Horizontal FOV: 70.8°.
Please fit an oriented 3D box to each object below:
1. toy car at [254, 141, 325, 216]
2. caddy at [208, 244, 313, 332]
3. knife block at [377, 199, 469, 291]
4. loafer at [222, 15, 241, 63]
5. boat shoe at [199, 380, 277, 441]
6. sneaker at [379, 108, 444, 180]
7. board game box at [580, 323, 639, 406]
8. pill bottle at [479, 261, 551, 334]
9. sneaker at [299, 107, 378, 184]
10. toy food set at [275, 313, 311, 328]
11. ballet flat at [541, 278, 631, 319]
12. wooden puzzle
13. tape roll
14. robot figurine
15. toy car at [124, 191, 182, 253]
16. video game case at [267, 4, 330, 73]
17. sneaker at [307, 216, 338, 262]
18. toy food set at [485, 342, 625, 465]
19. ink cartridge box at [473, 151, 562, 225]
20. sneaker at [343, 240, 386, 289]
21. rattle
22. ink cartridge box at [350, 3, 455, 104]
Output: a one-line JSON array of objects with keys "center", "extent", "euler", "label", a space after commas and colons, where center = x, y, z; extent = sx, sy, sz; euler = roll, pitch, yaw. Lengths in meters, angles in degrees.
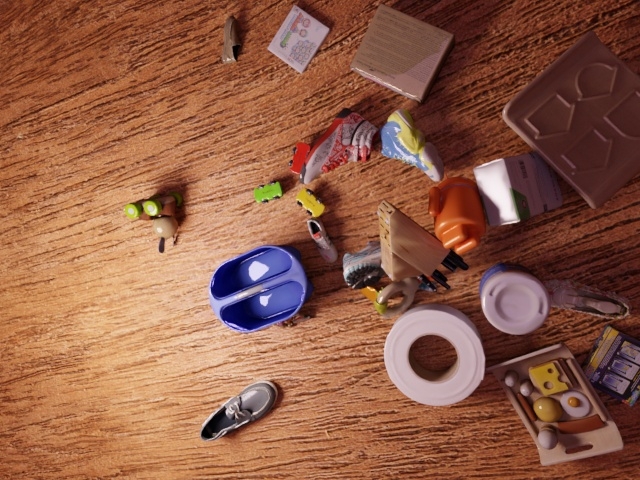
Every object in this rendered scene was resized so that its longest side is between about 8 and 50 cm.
[{"center": [-0.105, -0.173, 1.441], "extent": [0.225, 0.053, 0.238], "euler": [-14, 90, 18], "label": "toy car"}, {"center": [-0.188, 0.149, 1.428], "extent": [0.342, 0.179, 0.241], "euler": [-23, 87, 18], "label": "caddy"}, {"center": [0.288, 0.012, 1.219], "extent": [0.242, 0.088, 0.275], "euler": [-12, 115, -9], "label": "knife block"}, {"center": [-0.281, -0.645, 1.456], "extent": [0.050, 0.056, 0.147], "euler": [14, 109, 15], "label": "loafer"}, {"center": [-0.282, 0.590, 1.535], "extent": [0.320, 0.099, 0.116], "euler": [-35, 84, 17], "label": "boat shoe"}, {"center": [0.259, -0.258, 1.318], "extent": [0.126, 0.091, 0.240], "euler": [-33, 85, 35], "label": "sneaker"}, {"center": [0.802, 0.334, 1.209], "extent": [0.141, 0.048, 0.170], "euler": [27, 102, 15], "label": "board game box"}, {"center": [0.493, 0.136, 1.169], "extent": [0.153, 0.272, 0.152], "euler": [2, 96, 17], "label": "pill bottle"}, {"center": [0.061, -0.254, 1.336], "extent": [0.145, 0.090, 0.270], "euler": [33, 83, 10], "label": "sneaker"}, {"center": [-0.098, 0.265, 1.465], "extent": [0.122, 0.078, 0.019], "euler": [-21, 57, 21], "label": "toy food set"}, {"center": [0.704, 0.157, 1.209], "extent": [0.241, 0.077, 0.091], "euler": [9, 98, 17], "label": "ballet flat"}, {"center": [0.682, -0.301, 1.145], "extent": [0.322, 0.080, 0.347], "euler": [-42, 87, -2], "label": "wooden puzzle"}, {"center": [0.335, 0.332, 1.325], "extent": [0.287, 0.100, 0.285], "euler": [1, 94, 17], "label": "tape roll"}, {"center": [0.358, -0.076, 1.174], "extent": [0.158, 0.128, 0.219], "euler": [1, 56, 9], "label": "robot figurine"}, {"center": [-0.550, -0.056, 1.545], "extent": [0.149, 0.155, 0.188], "euler": [-6, 105, 17], "label": "toy car"}, {"center": [-0.069, -0.628, 1.408], "extent": [0.143, 0.019, 0.157], "euler": [39, 104, 10], "label": "video game case"}, {"center": [0.000, 0.000, 1.411], "extent": [0.057, 0.075, 0.161], "euler": [-25, 87, 18], "label": "sneaker"}, {"center": [0.627, 0.445, 1.224], "extent": [0.220, 0.092, 0.306], "euler": [-33, 85, 31], "label": "toy food set"}, {"center": [0.515, -0.138, 1.167], "extent": [0.093, 0.220, 0.160], "euler": [-15, 90, 54], "label": "ink cartridge box"}, {"center": [0.195, 0.037, 1.338], "extent": [0.283, 0.122, 0.110], "euler": [-17, 132, -1], "label": "sneaker"}, {"center": [0.237, 0.136, 1.375], "extent": [0.200, 0.143, 0.130], "euler": [-42, 115, 1], "label": "rattle"}, {"center": [0.234, -0.530, 1.288], "extent": [0.235, 0.088, 0.193], "euler": [30, 104, 12], "label": "ink cartridge box"}]
